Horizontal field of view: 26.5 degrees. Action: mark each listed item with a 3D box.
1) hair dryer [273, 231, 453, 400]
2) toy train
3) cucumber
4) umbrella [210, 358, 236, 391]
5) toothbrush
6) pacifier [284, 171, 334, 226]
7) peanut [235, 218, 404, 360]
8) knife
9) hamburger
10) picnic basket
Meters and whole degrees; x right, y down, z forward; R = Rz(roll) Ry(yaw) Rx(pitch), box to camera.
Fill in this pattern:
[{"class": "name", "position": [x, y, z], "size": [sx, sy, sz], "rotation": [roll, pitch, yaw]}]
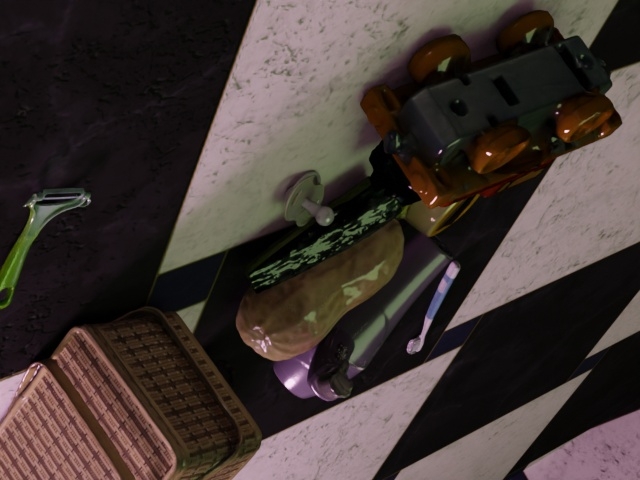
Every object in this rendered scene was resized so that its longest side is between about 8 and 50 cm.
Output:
[{"class": "hair dryer", "position": [0.051, 0.134, 1.820], "size": [0.301, 0.121, 0.361], "rotation": [-44, -173, 14]}, {"class": "toy train", "position": [0.210, -0.144, 1.657], "size": [0.369, 0.163, 0.232], "rotation": [-22, 161, -34]}, {"class": "cucumber", "position": [0.001, 0.002, 1.704], "size": [0.211, 0.062, 0.078], "rotation": [-37, -170, -9]}, {"class": "umbrella", "position": [-0.195, 0.279, 1.936], "size": [0.094, 0.090, 0.326], "rotation": [-46, 169, -46]}, {"class": "toothbrush", "position": [0.187, 0.116, 2.279], "size": [0.025, 0.019, 0.276], "rotation": [-18, 151, -24]}, {"class": "pacifier", "position": [-0.007, -0.044, 1.638], "size": [0.068, 0.064, 0.083], "rotation": [-58, 156, 2]}, {"class": "peanut", "position": [0.004, 0.057, 1.773], "size": [0.256, 0.123, 0.123], "rotation": [-37, 157, -1]}, {"class": "knife", "position": [-0.291, 0.007, 1.365], "size": [0.078, 0.023, 0.166], "rotation": [1, 135, -46]}, {"class": "hamburger", "position": [0.156, -0.066, 1.813], "size": [0.141, 0.081, 0.126], "rotation": [-31, 162, -48]}, {"class": "picnic basket", "position": [-0.254, 0.256, 1.633], "size": [0.313, 0.228, 0.175], "rotation": [-49, 157, 27]}]
